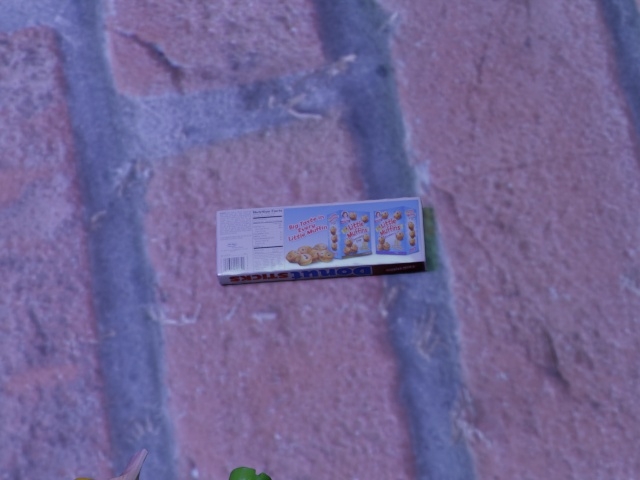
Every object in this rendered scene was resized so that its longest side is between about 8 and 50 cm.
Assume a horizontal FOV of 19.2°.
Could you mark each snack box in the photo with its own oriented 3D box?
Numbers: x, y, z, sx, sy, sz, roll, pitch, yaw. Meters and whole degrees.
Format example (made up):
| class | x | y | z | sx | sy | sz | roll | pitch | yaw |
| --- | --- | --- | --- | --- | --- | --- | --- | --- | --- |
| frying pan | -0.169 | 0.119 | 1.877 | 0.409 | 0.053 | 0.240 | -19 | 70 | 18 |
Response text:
| class | x | y | z | sx | sy | sz | roll | pitch | yaw |
| --- | --- | --- | --- | --- | --- | --- | --- | --- | --- |
| snack box | 0.000 | 0.000 | 1.617 | 0.178 | 0.022 | 0.064 | -4 | 62 | 3 |

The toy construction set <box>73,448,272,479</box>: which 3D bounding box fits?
| class | x | y | z | sx | sy | sz | roll | pitch | yaw |
| --- | --- | --- | --- | --- | --- | --- | --- | --- | --- |
| toy construction set | -0.124 | 0.233 | 1.367 | 0.257 | 0.309 | 0.237 | 22 | 61 | 7 |
